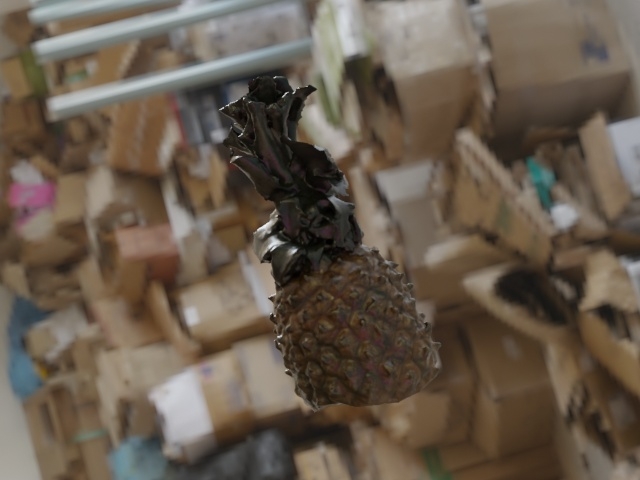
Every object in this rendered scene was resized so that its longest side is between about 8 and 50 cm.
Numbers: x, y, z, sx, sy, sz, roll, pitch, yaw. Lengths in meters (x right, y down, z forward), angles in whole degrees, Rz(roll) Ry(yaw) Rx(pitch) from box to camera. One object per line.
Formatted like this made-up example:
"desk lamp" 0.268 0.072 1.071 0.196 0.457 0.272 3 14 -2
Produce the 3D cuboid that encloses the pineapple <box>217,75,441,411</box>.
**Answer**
"pineapple" 0.000 0.000 1.207 0.125 0.125 0.251 172 78 -83
